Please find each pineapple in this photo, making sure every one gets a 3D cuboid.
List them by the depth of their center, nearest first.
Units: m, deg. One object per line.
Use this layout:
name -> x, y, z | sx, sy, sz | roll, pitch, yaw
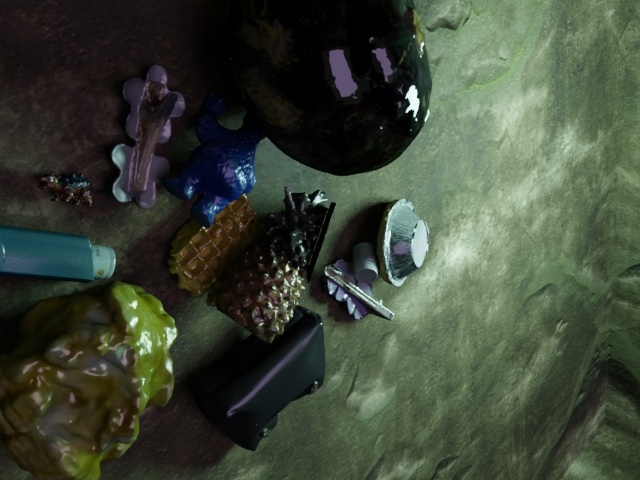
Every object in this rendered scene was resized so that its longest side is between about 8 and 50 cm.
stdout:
pineapple -> -0.074, 0.031, 1.323 | 0.169, 0.169, 0.340 | 43, 73, -44

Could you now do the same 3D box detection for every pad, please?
pad -> 0.000, 0.000, 1.432 | 0.004, 0.267, 0.181 | 19, 92, -2

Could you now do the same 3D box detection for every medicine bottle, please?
medicine bottle -> -0.472, 0.041, 1.071 | 0.258, 0.079, 0.124 | 7, 97, -46
medicine bottle -> 0.111, 0.055, 1.627 | 0.091, 0.058, 0.058 | -92, 156, -45

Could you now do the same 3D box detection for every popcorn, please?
popcorn -> -0.397, 0.222, 1.087 | 0.293, 0.292, 0.334 | 44, 80, -31

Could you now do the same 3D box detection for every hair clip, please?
hair clip -> -0.308, -0.182, 1.158 | 0.146, 0.075, 0.257 | -2, 114, -62
hair clip -> 0.089, 0.136, 1.660 | 0.292, 0.085, 0.106 | 39, 80, -39

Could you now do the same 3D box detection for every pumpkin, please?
pumpkin -> 0.022, -0.342, 1.207 | 0.454, 0.344, 0.454 | -13, 90, -68

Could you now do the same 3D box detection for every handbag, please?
handbag -> -0.113, 0.326, 1.490 | 0.342, 0.152, 0.288 | -39, 140, -23

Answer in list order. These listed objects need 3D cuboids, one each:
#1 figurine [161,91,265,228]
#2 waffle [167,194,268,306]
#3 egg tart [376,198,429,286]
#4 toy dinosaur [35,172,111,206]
figurine -> -0.174, -0.153, 1.229 | 0.164, 0.121, 0.262 | 40, 64, -36
waffle -> -0.199, 0.032, 1.347 | 0.229, 0.057, 0.219 | -50, 134, -20
egg tart -> 0.218, 0.007, 1.681 | 0.234, 0.094, 0.234 | -21, 114, -61
toy dinosaur -> -0.413, -0.086, 1.104 | 0.154, 0.049, 0.055 | 7, 85, -57
